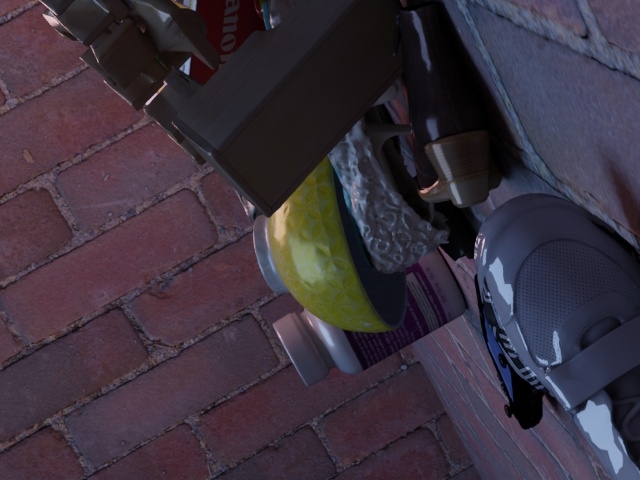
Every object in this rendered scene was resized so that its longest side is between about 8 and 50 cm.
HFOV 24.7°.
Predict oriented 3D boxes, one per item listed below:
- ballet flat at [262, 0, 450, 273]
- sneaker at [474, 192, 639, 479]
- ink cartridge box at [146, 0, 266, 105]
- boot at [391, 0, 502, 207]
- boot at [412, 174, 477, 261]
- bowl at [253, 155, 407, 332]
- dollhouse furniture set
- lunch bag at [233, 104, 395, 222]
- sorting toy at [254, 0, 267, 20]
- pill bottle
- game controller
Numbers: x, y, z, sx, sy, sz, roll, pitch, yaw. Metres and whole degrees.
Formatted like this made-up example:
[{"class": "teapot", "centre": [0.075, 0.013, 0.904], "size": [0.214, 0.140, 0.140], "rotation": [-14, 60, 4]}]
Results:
[{"class": "ballet flat", "centre": [0.062, -0.148, 1.854], "size": [0.409, 0.147, 0.147], "rotation": [66, 175, -24]}, {"class": "sneaker", "centre": [0.258, 0.126, 1.102], "size": [0.366, 0.137, 0.210], "rotation": [56, 178, -11]}, {"class": "ink cartridge box", "centre": [-0.163, -0.327, 2.034], "size": [0.272, 0.130, 0.309], "rotation": [33, 125, 42]}, {"class": "boot", "centre": [0.127, -0.145, 1.517], "size": [0.248, 0.090, 0.206], "rotation": [-101, -4, -84]}, {"class": "boot", "centre": [0.156, -0.025, 2.032], "size": [0.137, 0.077, 0.198], "rotation": [56, 178, 0]}, {"class": "bowl", "centre": [0.000, 0.000, 2.020], "size": [0.289, 0.156, 0.289], "rotation": [-15, -90, -72]}, {"class": "dollhouse furniture set", "centre": [-0.124, -0.255, 1.603], "size": [0.394, 0.256, 0.362], "rotation": [41, 176, 31]}, {"class": "lunch bag", "centre": [-0.061, -0.198, 2.242], "size": [0.305, 0.256, 0.212], "rotation": [60, 177, 16]}, {"class": "sorting toy", "centre": [-0.009, -0.265, 1.947], "size": [0.274, 0.046, 0.132], "rotation": [51, -140, -41]}, {"class": "pill bottle", "centre": [0.078, 0.121, 2.469], "size": [0.169, 0.301, 0.169], "rotation": [60, 177, 5]}, {"class": "game controller", "centre": [0.258, 0.155, 2.018], "size": [0.166, 0.067, 0.319], "rotation": [60, 176, 22]}]
